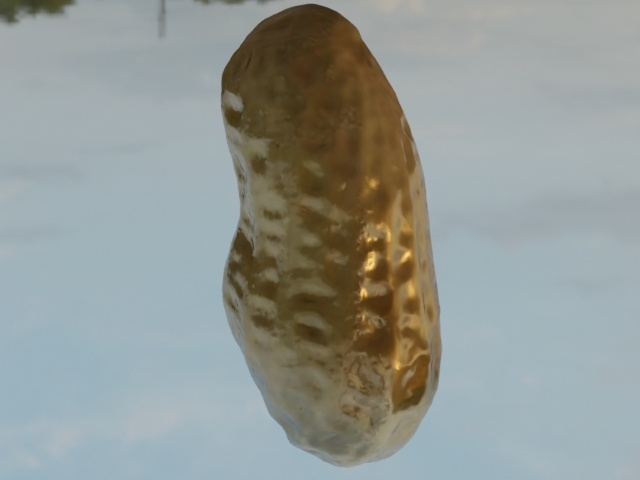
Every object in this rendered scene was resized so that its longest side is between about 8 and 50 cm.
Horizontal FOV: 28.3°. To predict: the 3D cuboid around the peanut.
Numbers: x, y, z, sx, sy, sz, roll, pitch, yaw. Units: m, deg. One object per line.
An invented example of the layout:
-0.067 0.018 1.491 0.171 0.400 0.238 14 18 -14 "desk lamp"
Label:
0.000 0.000 0.614 0.108 0.225 0.095 -1 -169 31 "peanut"
